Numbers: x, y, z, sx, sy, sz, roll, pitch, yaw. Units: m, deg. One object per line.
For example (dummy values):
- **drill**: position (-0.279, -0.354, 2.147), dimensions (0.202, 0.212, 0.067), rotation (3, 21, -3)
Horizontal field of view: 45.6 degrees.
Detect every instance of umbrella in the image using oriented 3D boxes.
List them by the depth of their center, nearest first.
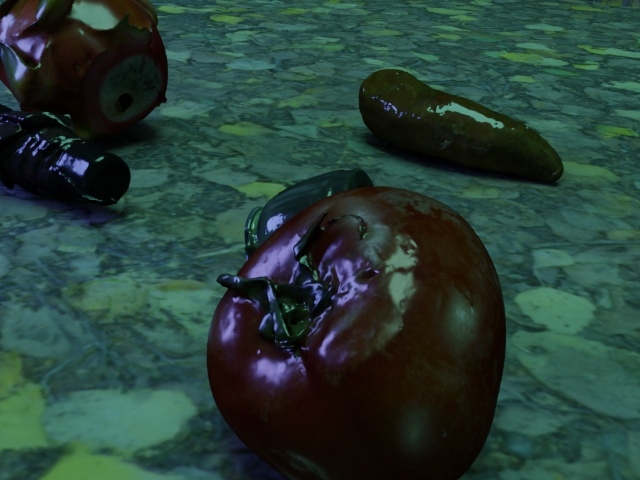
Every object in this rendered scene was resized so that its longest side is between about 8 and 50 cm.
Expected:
- **umbrella**: position (-0.326, -0.103, 0.813), dimensions (0.326, 0.090, 0.094), rotation (21, 9, 34)

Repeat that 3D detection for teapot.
- **teapot**: position (-0.003, -0.008, 0.630), dimensions (0.108, 0.111, 0.149), rotation (-4, 28, 19)

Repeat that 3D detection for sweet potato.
- **sweet potato**: position (0.156, -0.137, 0.937), dimensions (0.292, 0.097, 0.097), rotation (30, 36, 30)

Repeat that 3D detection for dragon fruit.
- **dragon fruit**: position (-0.306, -0.231, 0.948), dimensions (0.227, 0.224, 0.224), rotation (25, 34, 29)

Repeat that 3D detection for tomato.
- **tomato**: position (0.022, 0.065, 0.440), dimensions (0.187, 0.151, 0.187), rotation (-20, 48, 24)
